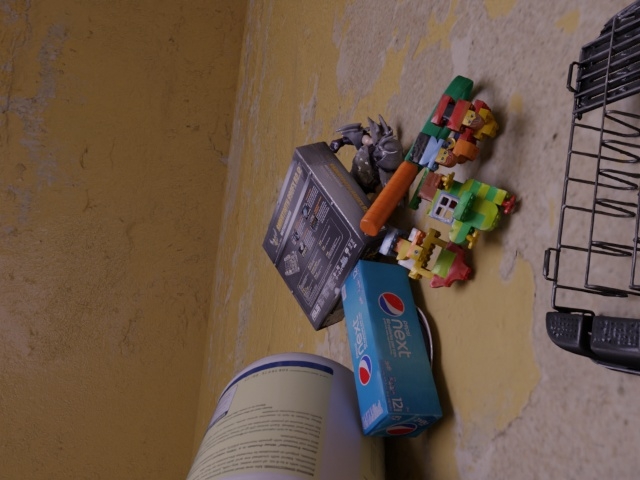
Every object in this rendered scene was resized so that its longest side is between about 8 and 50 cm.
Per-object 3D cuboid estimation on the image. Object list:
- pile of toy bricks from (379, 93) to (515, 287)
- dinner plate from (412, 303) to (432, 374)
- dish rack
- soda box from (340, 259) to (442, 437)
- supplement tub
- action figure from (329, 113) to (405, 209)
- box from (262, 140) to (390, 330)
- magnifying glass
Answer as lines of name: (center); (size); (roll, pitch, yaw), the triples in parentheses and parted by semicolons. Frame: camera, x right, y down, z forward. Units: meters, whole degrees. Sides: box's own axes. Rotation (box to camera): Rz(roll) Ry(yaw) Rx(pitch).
pile of toy bricks: (0.154, -0.045, 0.601); (0.105, 0.118, 0.212); (27, 98, 30)
dinner plate: (0.112, 0.151, 0.728); (0.141, 0.017, 0.141); (-172, 90, -72)
dish rack: (0.242, -0.043, 0.362); (0.208, 0.074, 0.271); (171, 109, -69)
soda box: (0.081, 0.129, 0.692); (0.067, 0.071, 0.210); (119, 152, -45)
supplement tub: (-0.041, 0.305, 0.644); (0.325, 0.236, 0.235); (-75, 1, -69)
action figure: (0.049, -0.081, 0.899); (0.285, 0.099, 0.185); (133, 147, -53)
box: (0.000, 0.000, 0.837); (0.183, 0.056, 0.231); (56, 145, 26)
magnifying glass: (0.113, -0.099, 0.642); (0.231, 0.026, 0.092); (-56, -14, -22)
